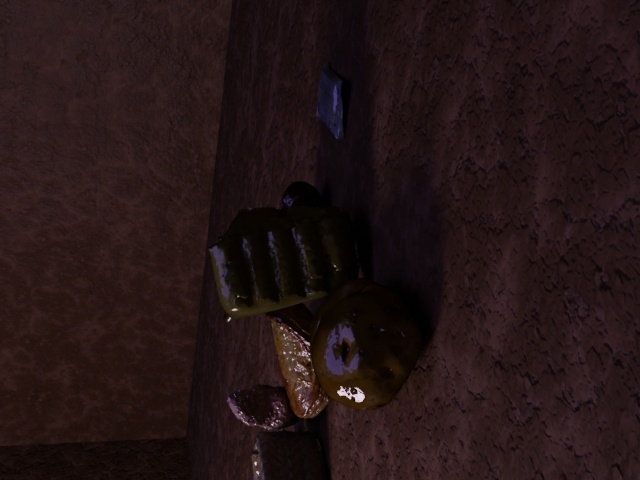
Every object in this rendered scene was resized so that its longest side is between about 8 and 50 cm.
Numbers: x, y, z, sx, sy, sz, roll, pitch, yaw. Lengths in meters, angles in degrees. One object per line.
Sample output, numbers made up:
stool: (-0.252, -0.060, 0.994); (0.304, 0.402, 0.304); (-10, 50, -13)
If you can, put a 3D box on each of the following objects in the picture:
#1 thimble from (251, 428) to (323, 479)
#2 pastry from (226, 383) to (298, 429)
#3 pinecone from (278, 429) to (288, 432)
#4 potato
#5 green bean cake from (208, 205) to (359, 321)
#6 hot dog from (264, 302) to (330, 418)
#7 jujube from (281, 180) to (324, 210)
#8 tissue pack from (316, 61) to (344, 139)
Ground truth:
thimble: (-0.070, 0.541, 1.942); (0.196, 0.148, 0.229); (103, 163, -46)
pastry: (-0.099, 0.371, 1.989); (0.265, 0.112, 0.102); (18, -117, -67)
pinecone: (-0.094, 0.514, 2.120); (0.109, 0.102, 0.102); (-58, 18, 1)
potato: (0.053, 0.166, 1.480); (0.195, 0.176, 0.369); (65, 170, -5)
green bean cake: (-0.070, 0.024, 1.740); (0.310, 0.285, 0.202); (160, 96, -86)
hot dog: (-0.032, 0.247, 1.874); (0.175, 0.114, 0.259); (-153, 45, -68)
jujube: (-0.038, -0.057, 1.943); (0.166, 0.104, 0.104); (91, 169, -47)
tissue pack: (0.020, -0.294, 1.856); (0.193, 0.026, 0.122); (-120, 33, -63)
